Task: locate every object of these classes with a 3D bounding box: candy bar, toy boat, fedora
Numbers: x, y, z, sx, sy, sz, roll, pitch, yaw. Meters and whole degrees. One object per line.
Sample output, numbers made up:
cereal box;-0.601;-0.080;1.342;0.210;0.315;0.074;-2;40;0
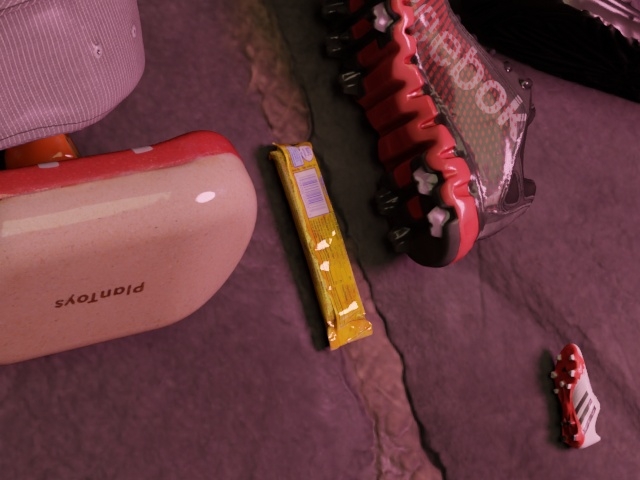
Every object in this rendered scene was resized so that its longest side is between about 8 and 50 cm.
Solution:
candy bar;0.000;0.000;1.024;0.040;0.018;0.161;-16;85;-31
toy boat;-0.161;-0.022;0.902;0.231;0.151;0.151;-12;55;-27
fedora;-0.202;-0.121;0.838;0.275;0.243;0.124;-53;129;-66

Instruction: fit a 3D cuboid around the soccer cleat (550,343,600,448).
soccer cleat;0.206;0.124;1.091;0.035;0.029;0.083;1;81;-34

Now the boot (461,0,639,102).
boot;0.275;-0.259;1.145;0.348;0.131;0.260;15;79;-33

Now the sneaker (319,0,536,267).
sneaker;0.090;-0.123;1.050;0.135;0.097;0.276;-17;88;-27
